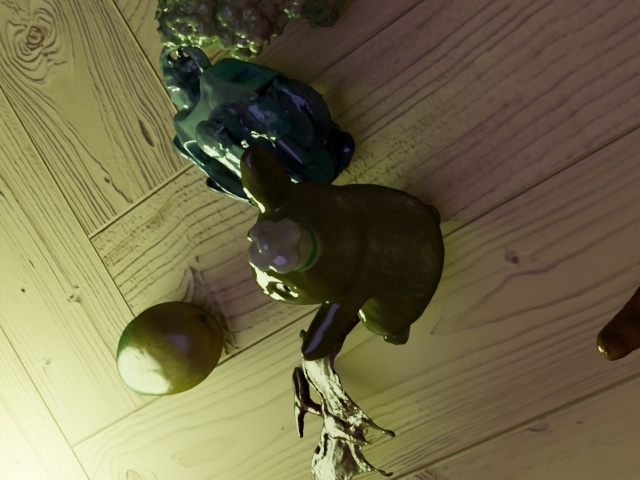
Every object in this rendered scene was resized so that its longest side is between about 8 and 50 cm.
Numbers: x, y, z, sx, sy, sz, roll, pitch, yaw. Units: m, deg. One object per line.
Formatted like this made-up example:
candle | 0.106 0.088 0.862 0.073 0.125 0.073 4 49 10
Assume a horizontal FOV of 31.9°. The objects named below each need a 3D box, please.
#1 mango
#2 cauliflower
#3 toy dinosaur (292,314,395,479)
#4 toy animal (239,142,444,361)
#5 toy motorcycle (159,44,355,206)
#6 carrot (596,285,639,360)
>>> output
mango | -0.216 0.156 1.558 0.130 0.092 0.195 51 130 4
cauliflower | -0.106 -0.330 1.305 0.256 0.239 0.315 70 162 -3
toy dinosaur | 0.052 0.240 1.440 0.207 0.113 0.327 -23 81 57
toy animal | -0.007 0.013 1.238 0.180 0.363 0.181 -47 59 26
toy motorcycle | -0.090 -0.132 1.377 0.260 0.154 0.206 23 138 29
carrot | 0.329 0.087 1.164 0.061 0.210 0.061 7 104 30
